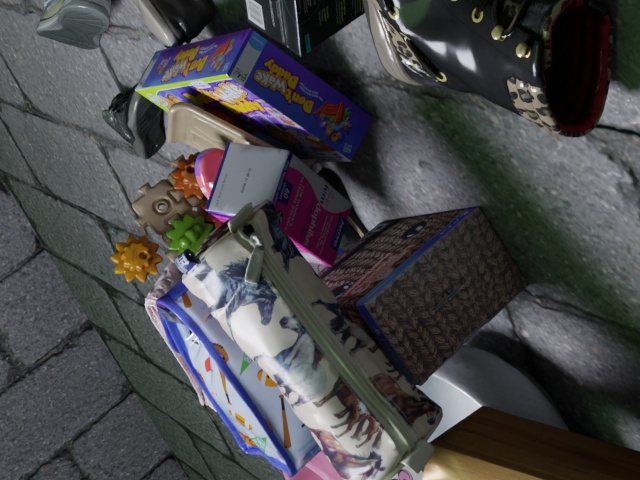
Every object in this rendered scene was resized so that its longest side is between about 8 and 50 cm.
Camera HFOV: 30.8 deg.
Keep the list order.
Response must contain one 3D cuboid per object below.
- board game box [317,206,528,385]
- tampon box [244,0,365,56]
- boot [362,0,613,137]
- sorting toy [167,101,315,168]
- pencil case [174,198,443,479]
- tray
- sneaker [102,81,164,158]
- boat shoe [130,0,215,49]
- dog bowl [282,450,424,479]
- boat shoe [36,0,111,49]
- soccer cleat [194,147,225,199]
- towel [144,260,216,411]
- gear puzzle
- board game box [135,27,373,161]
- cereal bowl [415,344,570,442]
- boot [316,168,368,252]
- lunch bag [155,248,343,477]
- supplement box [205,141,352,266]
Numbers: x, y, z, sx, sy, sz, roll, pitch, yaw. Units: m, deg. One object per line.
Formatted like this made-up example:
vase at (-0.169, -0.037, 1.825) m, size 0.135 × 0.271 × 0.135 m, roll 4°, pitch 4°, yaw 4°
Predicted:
board game box at (0.115, 0.083, 1.718) m, size 0.141 × 0.232 × 0.291 m, roll 56°, pitch 156°, yaw -12°
tampon box at (-0.004, -0.326, 1.404) m, size 0.101 × 0.161 × 0.120 m, roll 38°, pitch 153°, yaw 29°
boot at (0.152, -0.277, 1.218) m, size 0.284 × 0.138 × 0.377 m, roll 32°, pitch 155°, yaw 40°
sorting toy at (-0.131, -0.140, 1.849) m, size 0.229 × 0.041 × 0.307 m, roll 23°, pitch 169°, yaw -4°
pencil case at (-0.010, 0.140, 1.533) m, size 0.410 × 0.160 × 0.183 m, roll 50°, pitch 170°, yaw 4°
tray at (0.361, 0.322, 1.510) m, size 0.411 × 0.203 × 0.076 m, roll 14°, pitch 104°, yaw 26°
sneaker at (-0.377, -0.259, 2.300) m, size 0.130 × 0.087 × 0.227 m, roll 39°, pitch 161°, yaw 11°
boat shoe at (-0.298, -0.455, 1.877) m, size 0.335 × 0.095 × 0.112 m, roll 53°, pitch 168°, yaw 7°
dog bowl at (0.087, 0.501, 2.268) m, size 0.408 × 0.150 × 0.408 m, roll 41°, pitch 156°, yaw 23°
boat shoe at (-0.454, -0.434, 2.178) m, size 0.118 × 0.103 × 0.320 m, roll 15°, pitch 171°, yaw -20°
soccer cleat at (-0.143, -0.082, 1.841) m, size 0.095 × 0.083 × 0.248 m, roll 20°, pitch 172°, yaw 31°
towel at (-0.199, 0.108, 2.238) m, size 0.053 × 0.332 × 0.317 m, roll 3°, pitch 134°, yaw 27°
gear puzzle at (-0.226, -0.058, 1.996) m, size 0.175 × 0.339 × 0.044 m, roll 46°, pitch 163°, yaw 12°
board game box at (-0.111, -0.210, 1.776) m, size 0.233 × 0.078 × 0.347 m, roll 33°, pitch 167°, yaw -27°
cereal bowl at (0.281, 0.295, 1.849) m, size 0.339 × 0.141 × 0.339 m, roll 41°, pitch 156°, yaw 22°
boot at (0.000, 0.000, 1.928) m, size 0.077 × 0.137 × 0.198 m, roll 10°, pitch 136°, yaw 57°
lunch bag at (-0.078, 0.159, 2.078) m, size 0.239 × 0.328 × 0.385 m, roll 7°, pitch 134°, yaw 57°
supplement box at (-0.058, -0.050, 1.737) m, size 0.114 × 0.111 × 0.220 m, roll 11°, pitch 167°, yaw 29°
